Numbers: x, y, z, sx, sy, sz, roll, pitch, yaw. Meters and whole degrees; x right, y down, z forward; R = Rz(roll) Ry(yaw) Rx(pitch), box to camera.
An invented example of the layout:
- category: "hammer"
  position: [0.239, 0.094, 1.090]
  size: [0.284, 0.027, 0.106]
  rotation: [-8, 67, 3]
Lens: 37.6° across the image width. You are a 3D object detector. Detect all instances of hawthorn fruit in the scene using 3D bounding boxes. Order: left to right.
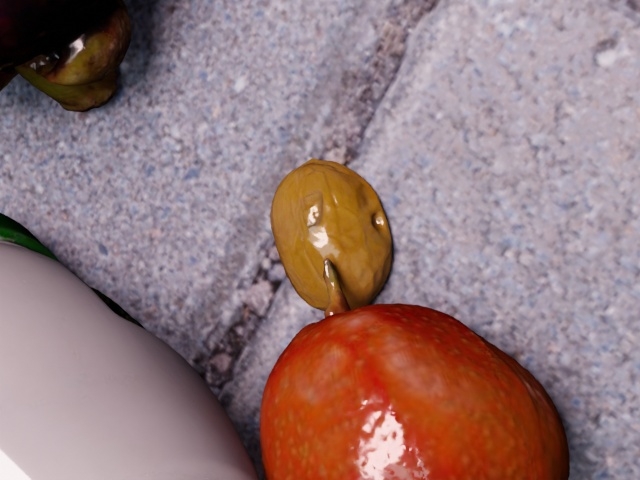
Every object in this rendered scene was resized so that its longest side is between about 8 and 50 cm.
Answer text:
- category: "hawthorn fruit"
  position: [0.046, 0.113, 0.618]
  size: [0.196, 0.196, 0.225]
  rotation: [-35, 70, 25]

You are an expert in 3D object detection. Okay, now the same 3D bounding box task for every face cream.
- category: "face cream"
  position: [-0.204, 0.134, 0.644]
  size: [0.357, 0.312, 0.219]
  rotation: [31, 75, 41]

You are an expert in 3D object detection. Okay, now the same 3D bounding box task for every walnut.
- category: "walnut"
  position: [0.000, 0.000, 0.686]
  size: [0.091, 0.052, 0.121]
  rotation: [-21, 88, 28]

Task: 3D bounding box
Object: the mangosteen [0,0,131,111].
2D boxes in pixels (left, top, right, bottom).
- category: "mangosteen"
  position: [-0.263, -0.225, 0.638]
  size: [0.297, 0.297, 0.293]
  rotation: [31, 126, 16]
